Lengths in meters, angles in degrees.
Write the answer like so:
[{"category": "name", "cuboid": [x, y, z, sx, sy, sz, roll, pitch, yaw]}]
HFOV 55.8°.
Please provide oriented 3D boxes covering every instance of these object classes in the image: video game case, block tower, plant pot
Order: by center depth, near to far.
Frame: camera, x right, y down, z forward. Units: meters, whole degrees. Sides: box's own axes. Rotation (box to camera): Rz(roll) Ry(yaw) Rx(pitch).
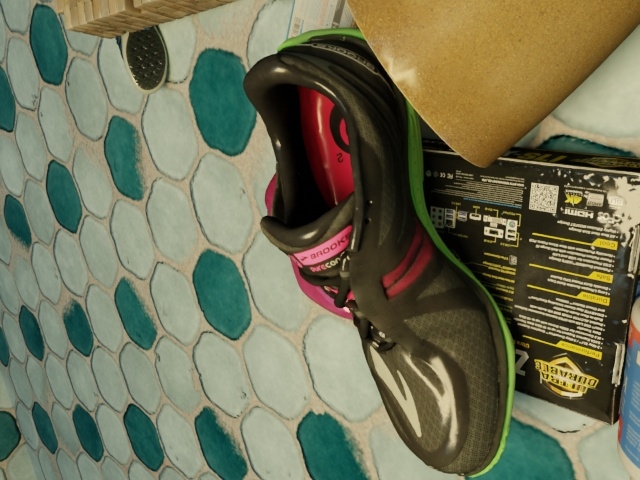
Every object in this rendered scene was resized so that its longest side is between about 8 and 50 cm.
[{"category": "plant pot", "cuboid": [0.184, -0.233, 0.518, 0.254, 0.237, 0.237, -35, 79, 28]}, {"category": "video game case", "cuboid": [0.044, -0.255, 0.709, 0.166, 0.015, 0.119, 26, 133, 9]}, {"category": "block tower", "cuboid": [-0.249, -0.381, 0.897, 0.335, 0.097, 0.091, -2, 96, 32]}]

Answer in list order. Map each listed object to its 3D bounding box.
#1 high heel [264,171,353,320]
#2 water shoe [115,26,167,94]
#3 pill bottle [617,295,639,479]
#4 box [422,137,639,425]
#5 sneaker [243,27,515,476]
[{"category": "high heel", "cuboid": [0.000, 0.000, 0.849, 0.244, 0.082, 0.117, 52, 144, 35]}, {"category": "water shoe", "cuboid": [-0.318, -0.347, 1.051, 0.080, 0.073, 0.203, -13, 90, 66]}, {"category": "pill bottle", "cuboid": [0.340, 0.162, 0.548, 0.124, 0.124, 0.221, 14, 117, 40]}, {"category": "box", "cuboid": [0.191, 0.024, 0.680, 0.322, 0.079, 0.257, 14, 114, 40]}, {"category": "sneaker", "cuboid": [0.042, 0.021, 0.623, 0.185, 0.202, 0.482, -25, 86, 46]}]
